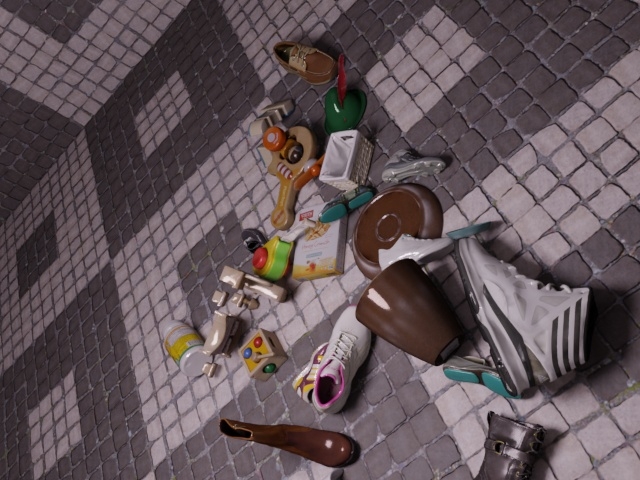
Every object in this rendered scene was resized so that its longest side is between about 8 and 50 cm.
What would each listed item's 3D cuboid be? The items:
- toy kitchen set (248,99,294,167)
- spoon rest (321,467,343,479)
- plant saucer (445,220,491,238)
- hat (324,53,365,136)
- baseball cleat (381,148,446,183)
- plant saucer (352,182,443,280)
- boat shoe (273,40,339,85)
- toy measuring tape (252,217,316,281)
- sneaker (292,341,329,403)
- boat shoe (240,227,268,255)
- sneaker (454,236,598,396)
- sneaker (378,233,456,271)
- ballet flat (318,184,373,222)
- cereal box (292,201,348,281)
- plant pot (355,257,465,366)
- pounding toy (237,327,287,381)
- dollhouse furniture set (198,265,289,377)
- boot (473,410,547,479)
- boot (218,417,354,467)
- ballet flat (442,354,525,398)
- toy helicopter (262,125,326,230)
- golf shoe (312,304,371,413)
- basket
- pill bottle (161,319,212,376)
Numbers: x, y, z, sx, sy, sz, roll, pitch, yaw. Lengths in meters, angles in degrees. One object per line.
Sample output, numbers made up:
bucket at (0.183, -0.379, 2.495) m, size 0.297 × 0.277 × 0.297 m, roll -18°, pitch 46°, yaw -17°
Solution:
toy kitchen set at (-0.174, -0.382, 2.464) m, size 0.122 × 0.166 × 0.207 m, roll -4°, pitch 30°, yaw 41°
spoon rest at (0.069, 0.690, 1.684) m, size 0.137 × 0.084 × 0.276 m, roll -47°, pitch 45°, yaw 14°
plant saucer at (0.381, -0.024, 1.753) m, size 0.119 × 0.119 × 0.021 m, roll -16°, pitch 89°, yaw 36°
hat at (0.031, -0.468, 2.230) m, size 0.173 × 0.183 × 0.209 m, roll 14°, pitch 79°, yaw 45°
baseball cleat at (0.268, -0.229, 1.978) m, size 0.205 × 0.072 × 0.110 m, roll -10°, pitch 53°, yaw 33°
plant saucer at (0.204, -0.031, 1.952) m, size 0.310 × 0.050 × 0.311 m, roll -20°, pitch 56°, yaw 33°
boat shoe at (-0.063, -0.644, 2.452) m, size 0.324 × 0.119 × 0.123 m, roll 27°, pitch 89°, yaw 46°
toy measuring tape at (-0.118, 0.045, 2.100) m, size 0.330 × 0.121 × 0.122 m, roll -35°, pitch 47°, yaw 47°
sneaker at (0.001, 0.372, 1.925) m, size 0.084 × 0.069 × 0.186 m, roll 44°, pitch 107°, yaw 36°
boat shoe at (-0.223, 0.007, 2.307) m, size 0.075 × 0.065 × 0.206 m, roll -56°, pitch 44°, yaw 5°
sneaker at (0.480, 0.135, 1.578) m, size 0.257 × 0.169 × 0.448 m, roll -20°, pitch 43°, yaw 6°
sneaker at (0.251, 0.018, 1.817) m, size 0.212 × 0.080 × 0.094 m, roll -22°, pitch 66°, yaw 14°
ballet flat at (0.068, -0.113, 2.067) m, size 0.188 × 0.070 × 0.070 m, roll -25°, pitch 45°, yaw -12°
cereal box at (0.000, 0.000, 2.120) m, size 0.173 × 0.047 × 0.240 m, roll -14°, pitch 61°, yaw 37°
plant pot at (0.243, 0.198, 1.711) m, size 0.230 × 0.215 × 0.215 m, roll 43°, pitch 100°, yaw 30°
pounding toy at (-0.174, 0.347, 2.065) m, size 0.130 × 0.100 × 0.141 m, roll -47°, pitch 45°, yaw 14°
dollhouse furniture set at (-0.249, 0.280, 2.086) m, size 0.173 × 0.303 × 0.356 m, roll 21°, pitch 85°, yaw 8°
boot at (0.427, 0.500, 1.449) m, size 0.263 × 0.091 × 0.229 m, roll 18°, pitch 83°, yaw 48°
boot at (-0.083, 0.509, 1.770) m, size 0.264 × 0.280 × 0.096 m, roll 8°, pitch 75°, yaw 44°
ballet flat at (0.387, 0.309, 1.602) m, size 0.213 × 0.072 × 0.068 m, roll 9°, pitch 45°, yaw 42°
toy helicopter at (-0.085, -0.205, 2.274) m, size 0.234 × 0.140 × 0.355 m, roll 9°, pitch 86°, yaw 35°
golf shoe at (0.059, 0.318, 1.827) m, size 0.115 × 0.140 × 0.307 m, roll 16°, pitch 82°, yaw 11°
basket at (0.084, -0.245, 2.128) m, size 0.113 × 0.103 × 0.167 m, roll 1°, pitch 70°, yaw 43°
pill bottle at (-0.457, 0.356, 2.305) m, size 0.118 × 0.117 × 0.208 m, roll -56°, pitch 45°, yaw 5°
